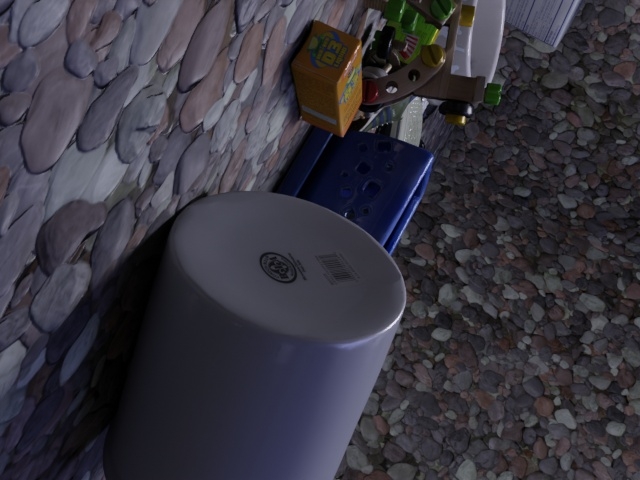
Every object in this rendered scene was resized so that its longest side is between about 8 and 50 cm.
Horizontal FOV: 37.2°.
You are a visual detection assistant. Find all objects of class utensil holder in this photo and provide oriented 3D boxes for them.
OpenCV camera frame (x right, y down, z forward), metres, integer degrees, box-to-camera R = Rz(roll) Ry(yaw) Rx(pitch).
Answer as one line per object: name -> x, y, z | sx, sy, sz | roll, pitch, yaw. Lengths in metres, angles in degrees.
utensil holder -> -0.094, 0.174, 1.251 | 0.327, 0.327, 0.386 | -50, 162, -56

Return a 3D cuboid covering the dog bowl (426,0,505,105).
dog bowl -> 0.316, -0.458, 2.062 | 0.348, 0.102, 0.349 | 10, 90, -69

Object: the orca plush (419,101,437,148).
orca plush -> 0.294, -0.361, 2.312 | 0.151, 0.102, 0.287 | 18, -87, 58

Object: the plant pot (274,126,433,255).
plant pot -> 0.047, -0.068, 1.670 | 0.236, 0.212, 0.236 | -61, 172, -12

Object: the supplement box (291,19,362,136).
supplement box -> 0.013, -0.232, 1.400 | 0.078, 0.080, 0.233 | -62, 170, -9

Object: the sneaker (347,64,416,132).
sneaker -> 0.117, -0.238, 1.783 | 0.192, 0.086, 0.064 | -45, -136, 27

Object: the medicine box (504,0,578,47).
medicine box -> 0.497, -0.638, 2.275 | 0.149, 0.289, 0.263 | -58, 171, -12

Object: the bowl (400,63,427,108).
bowl -> 0.216, -0.367, 2.176 | 0.170, 0.080, 0.170 | -60, 171, -16

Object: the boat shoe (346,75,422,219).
boat shoe -> 0.108, -0.132, 2.069 | 0.187, 0.155, 0.501 | -18, 124, -71

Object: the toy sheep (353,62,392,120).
toy sheep -> 0.084, -0.267, 1.697 | 0.132, 0.091, 0.091 | -57, 171, -14

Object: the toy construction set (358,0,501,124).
toy construction set -> 0.191, -0.325, 1.520 | 0.309, 0.237, 0.258 | 88, 19, -68

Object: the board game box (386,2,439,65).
board game box -> 0.185, -0.419, 1.777 | 0.181, 0.092, 0.043 | -63, 173, 7

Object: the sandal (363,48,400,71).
sandal -> 0.107, -0.298, 1.816 | 0.219, 0.089, 0.060 | 87, -6, -55
